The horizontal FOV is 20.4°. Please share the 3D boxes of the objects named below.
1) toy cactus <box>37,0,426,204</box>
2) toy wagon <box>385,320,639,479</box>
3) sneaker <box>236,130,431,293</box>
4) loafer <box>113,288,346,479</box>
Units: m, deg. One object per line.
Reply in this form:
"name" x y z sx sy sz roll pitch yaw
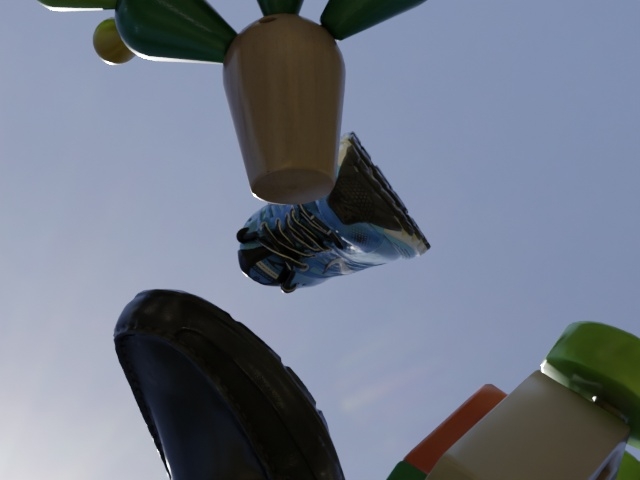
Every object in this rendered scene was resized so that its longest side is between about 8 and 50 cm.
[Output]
"toy cactus" -0.020 -0.098 0.739 0.219 0.112 0.180 -5 -115 2
"toy wagon" 0.030 0.148 0.587 0.068 0.344 0.267 31 -108 17
"sneaker" 0.000 0.000 0.809 0.073 0.162 0.063 -34 -92 -9
"loafer" -0.028 0.120 0.778 0.076 0.223 0.078 -5 -147 45
